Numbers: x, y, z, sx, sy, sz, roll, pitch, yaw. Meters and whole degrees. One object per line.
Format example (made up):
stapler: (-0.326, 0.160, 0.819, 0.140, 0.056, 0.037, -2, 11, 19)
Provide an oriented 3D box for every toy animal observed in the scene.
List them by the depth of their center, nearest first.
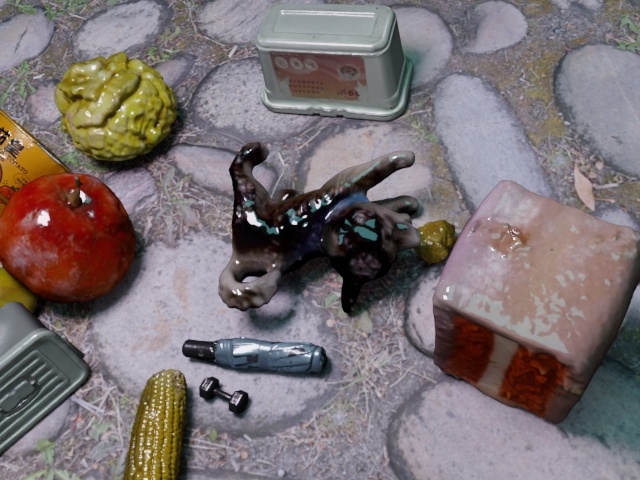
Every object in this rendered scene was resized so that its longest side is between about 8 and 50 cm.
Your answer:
toy animal: (0.000, 0.000, 1.261, 0.345, 0.194, 0.302, 2, 54, 17)

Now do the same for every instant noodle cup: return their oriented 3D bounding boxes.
instant noodle cup: (-0.613, -0.132, 1.462, 0.216, 0.215, 0.172, 36, 79, 28)

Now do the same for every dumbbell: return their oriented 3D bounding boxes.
dumbbell: (-0.159, 0.254, 1.215, 0.083, 0.040, 0.035, 19, 94, 22)

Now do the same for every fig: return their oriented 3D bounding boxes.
fig: (-0.595, 0.116, 1.345, 0.136, 0.120, 0.153, 9, 37, 23)

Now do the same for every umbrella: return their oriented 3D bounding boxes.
umbrella: (-0.113, 0.190, 1.236, 0.251, 0.053, 0.052, 4, 59, 13)

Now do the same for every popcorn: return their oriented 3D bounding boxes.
popcorn: (-0.428, -0.276, 1.513, 0.259, 0.212, 0.259, -1, 57, 2)

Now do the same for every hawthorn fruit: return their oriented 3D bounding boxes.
hawthorn fruit: (-0.446, -0.027, 1.308, 0.242, 0.271, 0.241, 9, 49, -11)

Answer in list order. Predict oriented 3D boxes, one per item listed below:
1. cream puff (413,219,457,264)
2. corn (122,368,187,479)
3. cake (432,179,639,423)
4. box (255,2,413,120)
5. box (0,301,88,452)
cream puff: (0.199, 0.003, 1.293, 0.083, 0.058, 0.083, -11, 49, 2)
corn: (-0.258, 0.353, 1.138, 0.097, 0.097, 0.319, -4, 55, 9)
cake: (0.303, 0.098, 1.069, 0.237, 0.309, 0.230, 27, 71, 21)
box: (0.020, -0.373, 1.496, 0.312, 0.182, 0.175, 6, 59, 16)
box: (-0.536, 0.227, 1.242, 0.243, 0.163, 0.135, -42, 51, -15)
